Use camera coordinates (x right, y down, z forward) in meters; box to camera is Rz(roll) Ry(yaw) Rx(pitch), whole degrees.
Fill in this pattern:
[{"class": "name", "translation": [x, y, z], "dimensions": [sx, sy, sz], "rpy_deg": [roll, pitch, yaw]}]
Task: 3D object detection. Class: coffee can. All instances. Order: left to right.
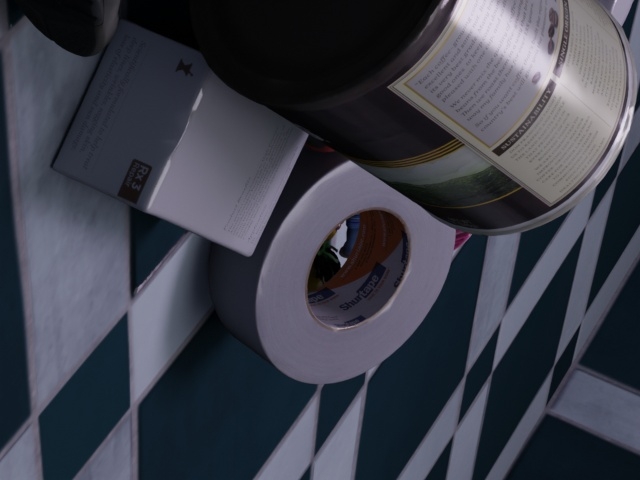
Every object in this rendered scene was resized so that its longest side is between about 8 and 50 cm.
[{"class": "coffee can", "translation": [0.071, -0.138, 1.318], "dimensions": [0.275, 0.201, 0.202], "rpy_deg": [30, 84, -53]}]

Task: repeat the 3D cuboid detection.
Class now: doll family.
[{"class": "doll family", "translation": [0.000, 0.000, 1.782], "dimensions": [0.111, 0.076, 0.193], "rpy_deg": [89, 24, -45]}]

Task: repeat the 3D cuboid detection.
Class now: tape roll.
[{"class": "tape roll", "translation": [0.012, 0.011, 1.663], "dimensions": [0.219, 0.072, 0.219], "rpy_deg": [-22, 127, -32]}]

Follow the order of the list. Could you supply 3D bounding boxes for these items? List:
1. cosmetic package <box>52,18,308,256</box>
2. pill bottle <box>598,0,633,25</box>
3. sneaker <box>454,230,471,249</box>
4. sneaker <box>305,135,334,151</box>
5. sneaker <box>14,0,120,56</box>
[{"class": "cosmetic package", "translation": [-0.093, -0.068, 1.382], "dimensions": [0.117, 0.085, 0.231], "rpy_deg": [-65, 161, -2]}, {"class": "pill bottle", "translation": [0.195, -0.256, 1.811], "dimensions": [0.108, 0.193, 0.108], "rpy_deg": [-55, 160, -31]}, {"class": "sneaker", "translation": [0.109, -0.115, 1.807], "dimensions": [0.111, 0.103, 0.252], "rpy_deg": [-65, 154, -79]}, {"class": "sneaker", "translation": [-0.009, -0.162, 1.486], "dimensions": [0.135, 0.097, 0.276], "rpy_deg": [-52, 156, -39]}, {"class": "sneaker", "translation": [-0.127, -0.209, 1.083], "dimensions": [0.130, 0.087, 0.228], "rpy_deg": [-48, 151, -30]}]
